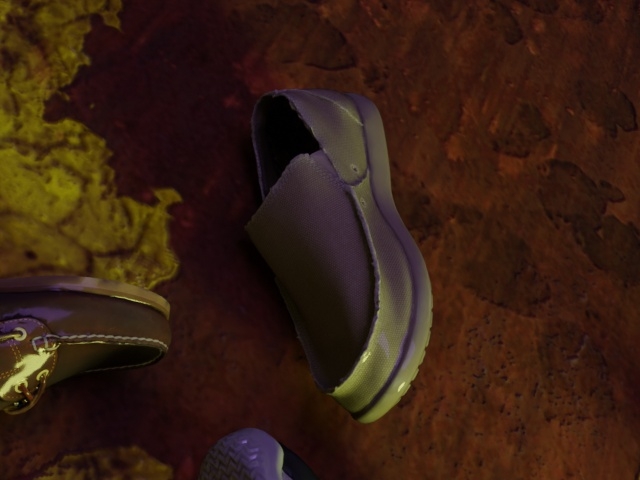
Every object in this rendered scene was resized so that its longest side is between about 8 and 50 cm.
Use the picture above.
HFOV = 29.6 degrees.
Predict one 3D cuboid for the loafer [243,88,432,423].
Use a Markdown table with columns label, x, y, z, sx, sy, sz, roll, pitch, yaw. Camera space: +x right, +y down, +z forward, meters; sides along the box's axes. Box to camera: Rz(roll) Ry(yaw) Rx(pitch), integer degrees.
| label | x | y | z | sx | sy | sz | roll | pitch | yaw |
| --- | --- | --- | --- | --- | --- | --- | --- | --- | --- |
| loafer | 0.000 | 0.000 | 0.796 | 0.092 | 0.102 | 0.268 | 15 | 41 | -26 |

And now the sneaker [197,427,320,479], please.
| label | x | y | z | sx | sy | sz | roll | pitch | yaw |
| --- | --- | --- | --- | --- | --- | --- | --- | --- | --- |
| sneaker | 0.048 | 0.202 | 0.674 | 0.153 | 0.101 | 0.268 | -30 | 84 | -46 |

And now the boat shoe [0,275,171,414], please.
| label | x | y | z | sx | sy | sz | roll | pitch | yaw |
| --- | --- | --- | --- | --- | --- | --- | --- | --- | --- |
| boat shoe | -0.176 | 0.058 | 0.638 | 0.207 | 0.073 | 0.073 | 4 | 57 | -26 |
